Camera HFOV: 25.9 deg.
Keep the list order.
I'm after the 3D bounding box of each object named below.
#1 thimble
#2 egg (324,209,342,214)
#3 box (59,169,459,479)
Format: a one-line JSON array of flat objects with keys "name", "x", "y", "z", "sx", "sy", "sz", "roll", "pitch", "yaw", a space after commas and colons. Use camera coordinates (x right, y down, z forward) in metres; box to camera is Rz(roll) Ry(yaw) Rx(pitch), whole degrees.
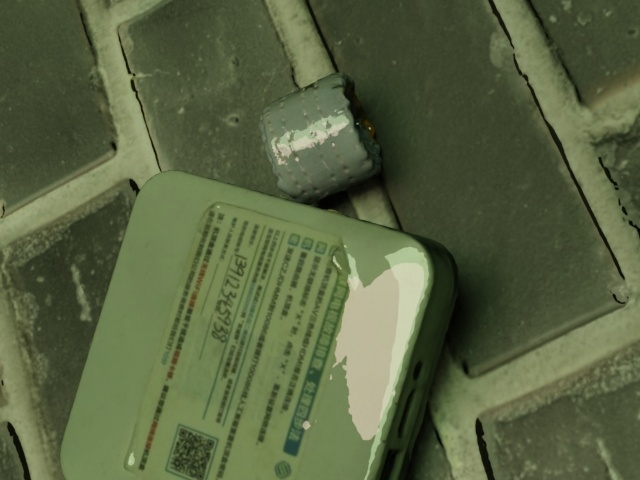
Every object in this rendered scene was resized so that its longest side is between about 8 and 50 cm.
[{"name": "thimble", "x": -0.001, "y": -0.117, "z": 1.613, "sx": 0.117, "sy": 0.151, "sz": 0.127, "roll": -23, "pitch": 103, "yaw": 12}, {"name": "egg", "x": 0.000, "y": 0.000, "z": 1.610, "sx": 0.083, "sy": 0.071, "sz": 0.071, "roll": -11, "pitch": 65, "yaw": 23}, {"name": "box", "x": -0.072, "y": 0.147, "z": 1.529, "sx": 0.396, "sy": 0.111, "sz": 0.396, "roll": 17, "pitch": 90, "yaw": 29}]
